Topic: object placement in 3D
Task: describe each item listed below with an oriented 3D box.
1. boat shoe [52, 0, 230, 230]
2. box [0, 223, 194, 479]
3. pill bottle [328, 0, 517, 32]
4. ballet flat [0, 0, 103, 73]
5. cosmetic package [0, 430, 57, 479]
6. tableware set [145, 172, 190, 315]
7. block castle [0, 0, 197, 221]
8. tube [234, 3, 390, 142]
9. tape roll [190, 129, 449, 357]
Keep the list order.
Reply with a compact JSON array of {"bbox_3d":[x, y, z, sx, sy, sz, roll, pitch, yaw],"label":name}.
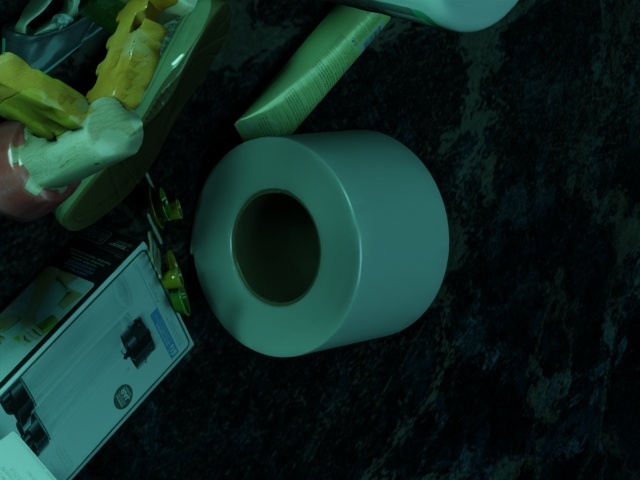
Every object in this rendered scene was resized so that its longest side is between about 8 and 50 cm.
[{"bbox_3d":[-0.199,-0.140,1.731,0.285,0.089,0.104,-57,168,-14],"label":"boat shoe"},{"bbox_3d":[-0.274,0.141,1.745,0.290,0.087,0.169,-47,138,-28],"label":"box"},{"bbox_3d":[0.026,-0.338,1.682,0.204,0.361,0.204,-27,126,-44],"label":"pill bottle"},{"bbox_3d":[-0.233,-0.229,1.648,0.203,0.074,0.074,-40,134,-32],"label":"ballet flat"},{"bbox_3d":[-0.371,0.378,1.593,0.365,0.155,0.197,-37,135,-15],"label":"cosmetic package"},{"bbox_3d":[-0.158,0.004,1.805,0.024,0.154,0.104,-16,131,5],"label":"tableware set"},{"bbox_3d":[-0.251,-0.275,1.400,0.303,0.213,0.453,34,60,-29],"label":"block castle"},{"bbox_3d":[-0.013,-0.194,1.962,0.070,0.062,0.240,43,73,-15],"label":"tube"},{"bbox_3d":[0.000,0.000,1.904,0.169,0.246,0.246,-9,112,-50],"label":"tape roll"}]
